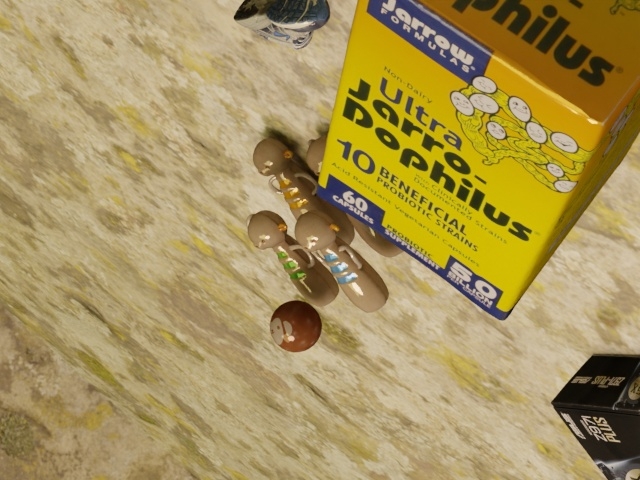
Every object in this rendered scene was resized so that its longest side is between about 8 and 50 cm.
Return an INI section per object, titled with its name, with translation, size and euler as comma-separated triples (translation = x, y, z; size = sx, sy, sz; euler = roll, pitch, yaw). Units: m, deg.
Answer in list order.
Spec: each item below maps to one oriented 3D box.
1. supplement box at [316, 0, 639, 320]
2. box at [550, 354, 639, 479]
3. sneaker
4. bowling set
[supplement box]
translation = 0.142, -0.122, 1.317
size = 0.194, 0.195, 0.356
euler = 35, 157, 10
[box]
translation = 0.345, 0.206, 1.772
size = 0.180, 0.077, 0.147
euler = 52, 157, -18
[sneaker]
translation = -0.022, -0.205, 1.621
size = 0.058, 0.052, 0.135
euler = 39, 168, -29
[bowling set]
translation = 0.000, 0.000, 1.788
size = 0.154, 0.200, 0.287
euler = 50, 152, -23
